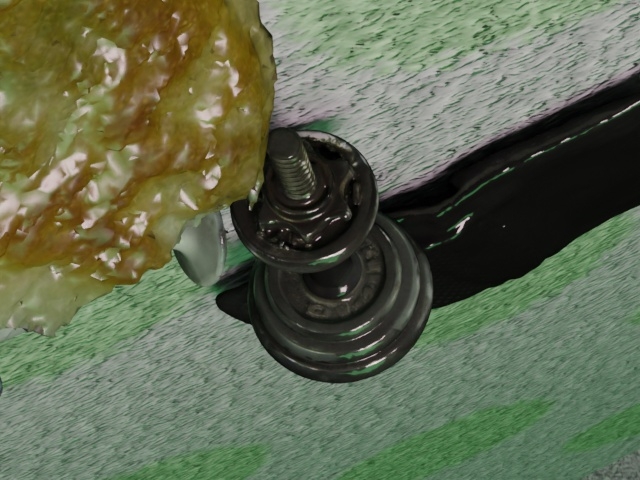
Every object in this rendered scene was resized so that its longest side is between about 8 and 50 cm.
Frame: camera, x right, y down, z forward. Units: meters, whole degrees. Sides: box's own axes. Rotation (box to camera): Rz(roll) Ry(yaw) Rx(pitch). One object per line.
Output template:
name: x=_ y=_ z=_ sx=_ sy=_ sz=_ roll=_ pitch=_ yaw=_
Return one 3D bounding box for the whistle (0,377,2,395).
whistle: x=-0.264 y=0.110 z=1.052 sx=0.180 sy=0.093 sz=0.269 roll=-38 pitch=168 yaw=-13

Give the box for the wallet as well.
wallet: x=0.107 y=-0.006 z=1.242 sx=0.323 sy=0.041 sz=0.247 roll=-28 pitch=164 yaw=14

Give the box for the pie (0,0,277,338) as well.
pie: x=-0.173 y=-0.012 z=0.645 sx=0.371 sy=0.078 sz=0.296 roll=-33 pitch=148 yaw=-18

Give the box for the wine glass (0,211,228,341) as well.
wine glass: x=-0.130 y=0.008 z=0.944 sx=0.155 sy=0.073 sz=0.073 roll=-16 pitch=163 yaw=-30

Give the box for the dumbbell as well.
dumbbell: x=0.000 y=0.000 z=1.029 sx=0.110 sy=0.110 sz=0.254 roll=-21 pitch=158 yaw=0
